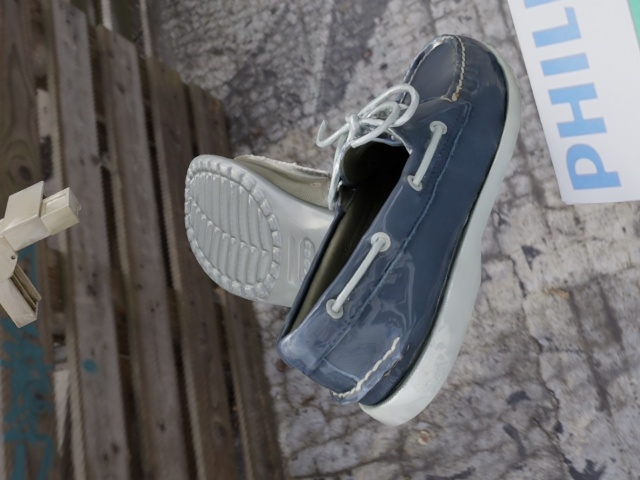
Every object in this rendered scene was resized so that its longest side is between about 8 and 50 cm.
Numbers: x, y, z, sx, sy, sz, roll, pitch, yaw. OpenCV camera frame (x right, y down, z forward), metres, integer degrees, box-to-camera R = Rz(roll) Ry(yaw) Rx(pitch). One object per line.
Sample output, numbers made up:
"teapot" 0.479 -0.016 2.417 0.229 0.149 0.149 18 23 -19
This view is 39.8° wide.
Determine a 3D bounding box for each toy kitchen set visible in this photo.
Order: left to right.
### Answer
"toy kitchen set" -0.213 0.005 0.681 0.083 0.075 0.068 -26 30 -1

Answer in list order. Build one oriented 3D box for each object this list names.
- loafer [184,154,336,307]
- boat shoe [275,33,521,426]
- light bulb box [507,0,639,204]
"loafer" 0.000 0.000 0.602 0.251 0.087 0.094 25 116 39
"boat shoe" 0.039 -0.029 0.464 0.095 0.079 0.254 -36 28 52
"light bulb box" 0.262 -0.246 0.434 0.225 0.361 0.358 -2 112 50
